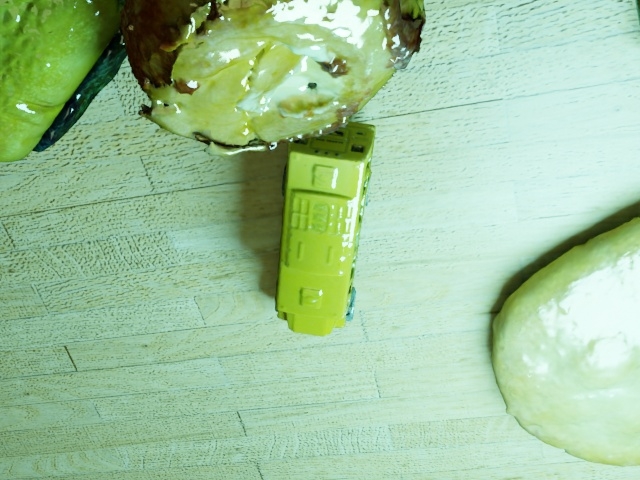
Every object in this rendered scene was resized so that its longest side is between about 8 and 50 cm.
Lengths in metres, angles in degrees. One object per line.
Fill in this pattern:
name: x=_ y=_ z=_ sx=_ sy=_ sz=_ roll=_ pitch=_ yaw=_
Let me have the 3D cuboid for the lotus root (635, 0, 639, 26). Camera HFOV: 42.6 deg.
lotus root: x=0.425 y=-0.263 z=0.928 sx=0.144 sy=0.070 sz=0.143 roll=-4 pitch=117 yaw=14

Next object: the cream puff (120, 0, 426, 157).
cream puff: x=-0.047 y=-0.253 z=0.880 sx=0.350 sy=0.229 sz=0.350 roll=-11 pitch=155 yaw=-5

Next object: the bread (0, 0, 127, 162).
bread: x=-0.352 y=-0.262 z=0.949 sx=0.251 sy=0.208 sz=0.376 roll=40 pitch=123 yaw=-14

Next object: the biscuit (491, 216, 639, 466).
biscuit: x=0.470 y=0.164 z=1.188 sx=0.446 sy=0.104 sz=0.429 roll=-25 pitch=118 yaw=21

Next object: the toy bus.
toy bus: x=0.000 y=0.000 z=1.121 sx=0.121 sy=0.123 sz=0.335 roll=8 pitch=124 yaw=2
